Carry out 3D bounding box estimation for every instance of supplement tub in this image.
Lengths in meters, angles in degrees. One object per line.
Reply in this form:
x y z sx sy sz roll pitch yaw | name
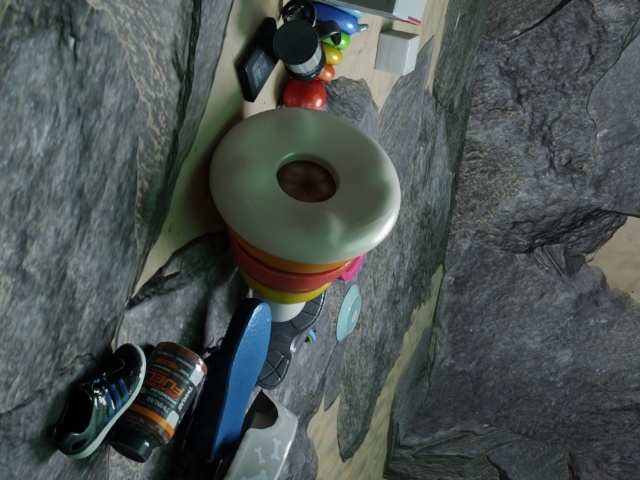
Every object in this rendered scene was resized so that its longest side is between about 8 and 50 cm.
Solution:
-0.282 0.280 1.479 0.106 0.106 0.198 80 30 -53 | supplement tub

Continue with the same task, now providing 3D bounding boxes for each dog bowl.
-0.158 0.495 1.829 0.349 0.102 0.349 -64 -178 4 | dog bowl

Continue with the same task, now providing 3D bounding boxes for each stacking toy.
0.011 -0.411 1.757 0.141 0.141 0.330 -3 112 -71 | stacking toy
-0.065 0.006 1.698 0.350 0.350 0.480 -60 174 -37 | stacking toy

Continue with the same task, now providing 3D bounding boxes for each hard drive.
-0.112 -0.339 1.605 0.094 0.022 0.135 78 32 -54 | hard drive

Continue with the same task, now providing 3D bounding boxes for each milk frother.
-0.043 -0.389 1.601 0.129 0.143 0.135 -45 174 2 | milk frother

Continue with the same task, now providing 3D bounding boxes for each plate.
0.095 0.230 2.692 0.188 0.024 0.188 15 90 -72 | plate

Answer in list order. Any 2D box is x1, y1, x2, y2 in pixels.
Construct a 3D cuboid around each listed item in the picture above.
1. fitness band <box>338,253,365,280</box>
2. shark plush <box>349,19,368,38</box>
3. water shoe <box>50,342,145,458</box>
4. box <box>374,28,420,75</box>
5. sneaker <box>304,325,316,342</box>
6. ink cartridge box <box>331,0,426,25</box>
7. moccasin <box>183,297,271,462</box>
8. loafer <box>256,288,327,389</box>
0.081 -0.020 2.409 0.209 0.054 0.291 -54 152 -41 | fitness band
0.033 -0.474 1.928 0.161 0.073 0.067 -44 130 -21 | shark plush
-0.339 0.239 1.329 0.080 0.073 0.203 75 35 -54 | water shoe
0.208 -0.508 2.312 0.101 0.087 0.102 -41 142 -59 | box
-0.047 0.192 2.199 0.188 0.067 0.078 76 13 -53 | sneaker
0.048 -0.485 1.562 0.197 0.273 0.114 -21 128 -68 | ink cartridge box
-0.202 0.270 1.706 0.137 0.117 0.342 16 94 -61 | moccasin
-0.079 0.219 2.079 0.302 0.109 0.095 -64 179 -13 | loafer
